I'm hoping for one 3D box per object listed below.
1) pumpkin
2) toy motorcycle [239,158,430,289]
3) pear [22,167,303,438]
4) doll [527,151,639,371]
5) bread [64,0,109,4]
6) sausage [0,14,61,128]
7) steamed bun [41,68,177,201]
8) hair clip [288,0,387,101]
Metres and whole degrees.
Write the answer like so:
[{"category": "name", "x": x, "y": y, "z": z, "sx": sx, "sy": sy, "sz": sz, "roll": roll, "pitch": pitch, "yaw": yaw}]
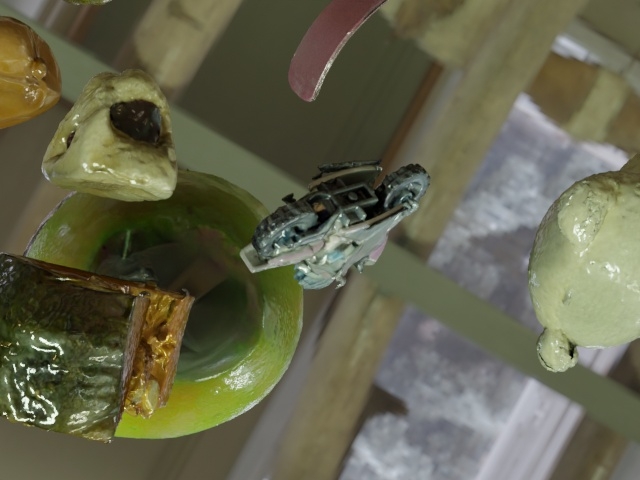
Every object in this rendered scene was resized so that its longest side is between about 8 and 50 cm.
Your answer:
[{"category": "pumpkin", "x": -0.192, "y": 0.101, "z": 1.393, "sx": 0.280, "sy": 0.139, "sz": 0.190, "roll": 12, "pitch": -178, "yaw": -41}, {"category": "toy motorcycle", "x": 0.003, "y": 0.005, "z": 1.723, "sx": 0.239, "sy": 0.204, "sz": 0.108, "roll": -2, "pitch": -124, "yaw": -30}, {"category": "pear", "x": -0.213, "y": 0.078, "z": 2.031, "sx": 0.399, "sy": 0.399, "sz": 0.165, "roll": 29, "pitch": 172, "yaw": -2}, {"category": "doll", "x": 0.263, "y": -0.016, "z": 1.182, "sx": 0.149, "sy": 0.175, "sz": 0.278, "roll": 16, "pitch": -143, "yaw": 22}, {"category": "bread", "x": -0.294, "y": -0.333, "z": 1.798, "sx": 0.157, "sy": 0.094, "sz": 0.083, "roll": 49, "pitch": 171, "yaw": 23}, {"category": "sausage", "x": -0.377, "y": -0.179, "z": 1.654, "sx": 0.136, "sy": 0.120, "sz": 0.241, "roll": 10, "pitch": 174, "yaw": -41}, {"category": "steamed bun", "x": -0.254, "y": -0.135, "z": 1.888, "sx": 0.140, "sy": 0.155, "sz": 0.172, "roll": 15, "pitch": 170, "yaw": -33}, {"category": "hair clip", "x": 0.016, "y": -0.192, "z": 1.411, "sx": 0.022, "sy": 0.137, "sz": 0.054, "roll": 29, "pitch": -165, "yaw": -42}]
